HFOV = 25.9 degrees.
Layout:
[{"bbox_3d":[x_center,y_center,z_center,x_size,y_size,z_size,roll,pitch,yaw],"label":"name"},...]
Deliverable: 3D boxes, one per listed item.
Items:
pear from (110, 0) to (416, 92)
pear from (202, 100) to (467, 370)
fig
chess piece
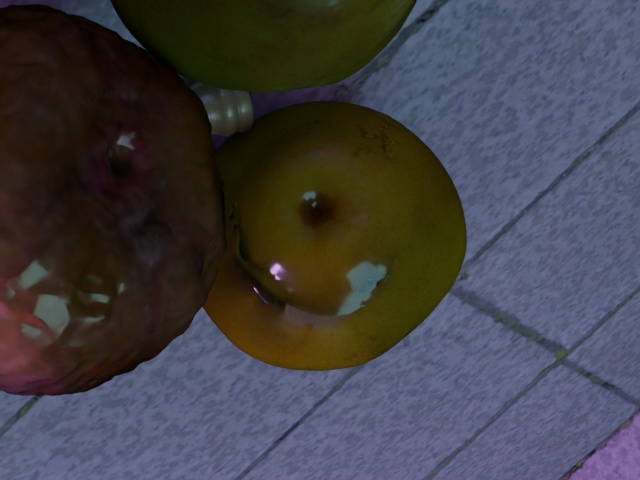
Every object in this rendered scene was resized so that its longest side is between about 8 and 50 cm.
[{"bbox_3d":[-0.042,-0.243,1.041,0.269,0.269,0.321,-33,140,-7],"label":"pear"},{"bbox_3d":[0.011,0.005,1.415,0.285,0.285,0.336,-42,152,7],"label":"pear"},{"bbox_3d":[-0.266,-0.012,1.050,0.368,0.286,0.286,-15,162,31],"label":"fig"},{"bbox_3d":[-0.129,-0.121,1.309,0.122,0.066,0.066,-17,144,-21],"label":"chess piece"}]
